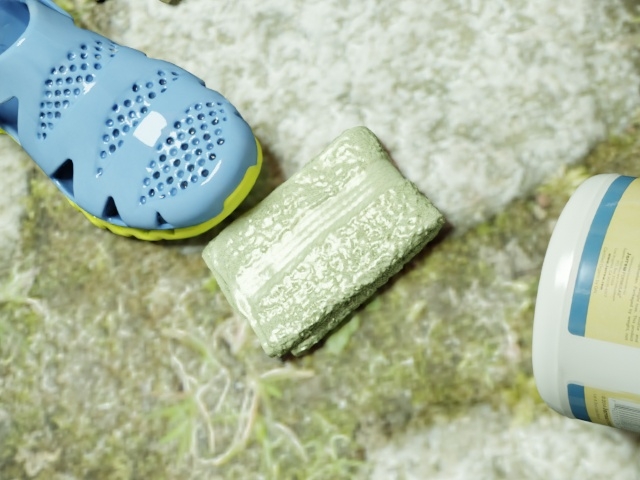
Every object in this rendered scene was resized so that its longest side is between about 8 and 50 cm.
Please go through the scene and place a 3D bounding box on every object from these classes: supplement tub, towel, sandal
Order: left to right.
[{"bbox_3d":[-0.182,-0.105,1.074,0.317,0.138,0.126,26,76,26],"label":"sandal"},{"bbox_3d":[0.000,0.000,1.024,0.148,0.027,0.110,-39,61,0],"label":"towel"},{"bbox_3d":[0.232,0.046,0.853,0.200,0.144,0.144,11,72,23],"label":"supplement tub"}]

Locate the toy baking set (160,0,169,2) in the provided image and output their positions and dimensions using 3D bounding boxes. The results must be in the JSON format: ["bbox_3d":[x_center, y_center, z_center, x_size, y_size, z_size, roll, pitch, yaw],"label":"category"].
[{"bbox_3d":[-0.110,-0.299,1.191,0.256,0.030,0.197,-45,61,-3],"label":"toy baking set"}]
